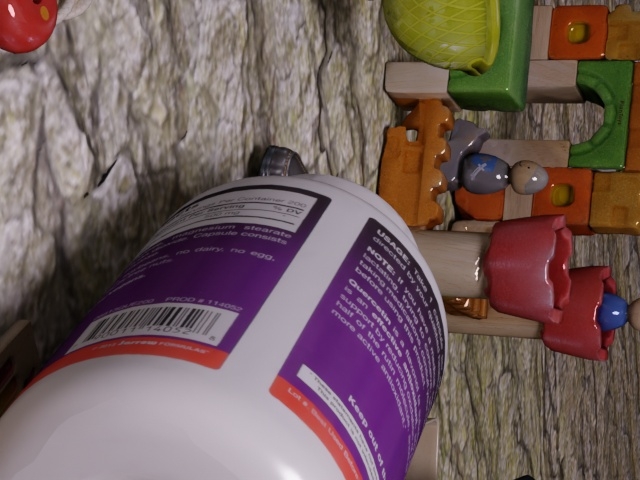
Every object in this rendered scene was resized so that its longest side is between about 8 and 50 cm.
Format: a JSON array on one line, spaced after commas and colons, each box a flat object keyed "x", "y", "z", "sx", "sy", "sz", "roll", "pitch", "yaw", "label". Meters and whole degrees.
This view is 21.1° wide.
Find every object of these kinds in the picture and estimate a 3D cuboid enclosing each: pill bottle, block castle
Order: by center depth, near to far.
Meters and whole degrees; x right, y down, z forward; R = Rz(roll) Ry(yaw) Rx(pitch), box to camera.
[{"x": -0.038, "y": 0.081, "z": 0.878, "sx": 0.323, "sy": 0.182, "sz": 0.181, "roll": -57, "pitch": 145, "yaw": -63, "label": "pill bottle"}, {"x": 0.198, "y": -0.135, "z": 1.477, "sx": 0.303, "sy": 0.213, "sz": 0.453, "roll": 35, "pitch": 60, "yaw": -67, "label": "block castle"}]

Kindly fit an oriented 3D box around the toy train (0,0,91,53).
[{"x": -0.167, "y": -0.132, "z": 0.656, "sx": 0.248, "sy": 0.105, "sz": 0.143, "roll": -47, "pitch": 123, "yaw": -61, "label": "toy train"}]

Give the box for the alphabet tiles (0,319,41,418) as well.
[{"x": -0.190, "y": 0.192, "z": 0.743, "sx": 0.342, "sy": 0.011, "sz": 0.285, "roll": -56, "pitch": 145, "yaw": -55, "label": "alphabet tiles"}]

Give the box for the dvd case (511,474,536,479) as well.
[{"x": 0.061, "y": 0.273, "z": 1.220, "sx": 0.253, "sy": 0.022, "sz": 0.180, "roll": -53, "pitch": 164, "yaw": 8, "label": "dvd case"}]

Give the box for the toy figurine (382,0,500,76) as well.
[{"x": -0.012, "y": -0.242, "z": 1.074, "sx": 0.217, "sy": 0.191, "sz": 0.362, "roll": -31, "pitch": 135, "yaw": -31, "label": "toy figurine"}]

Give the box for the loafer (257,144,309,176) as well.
[{"x": 0.000, "y": 0.000, "z": 1.168, "sx": 0.170, "sy": 0.061, "sz": 0.062, "roll": 69, "pitch": 32, "yaw": -47, "label": "loafer"}]

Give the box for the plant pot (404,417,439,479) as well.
[{"x": 0.020, "y": 0.178, "z": 1.197, "sx": 0.109, "sy": 0.096, "sz": 0.109, "roll": 0, "pitch": 92, "yaw": -69, "label": "plant pot"}]
